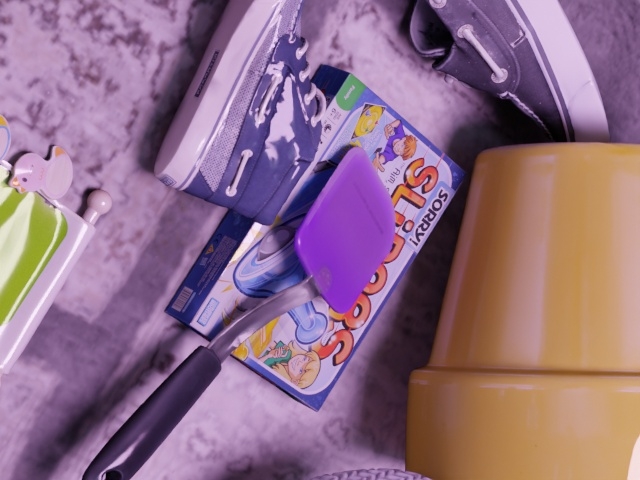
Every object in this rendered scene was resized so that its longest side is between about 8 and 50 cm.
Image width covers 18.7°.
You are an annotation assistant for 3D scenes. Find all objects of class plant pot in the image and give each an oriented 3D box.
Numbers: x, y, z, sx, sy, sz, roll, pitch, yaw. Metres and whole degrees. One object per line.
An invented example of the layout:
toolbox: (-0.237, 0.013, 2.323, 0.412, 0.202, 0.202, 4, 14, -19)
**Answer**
plant pot: (0.188, 0.056, 1.376, 0.254, 0.254, 0.239, 2, 87, -37)

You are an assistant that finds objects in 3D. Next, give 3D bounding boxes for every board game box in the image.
board game box: (0.000, 0.000, 1.337, 0.136, 0.035, 0.201, 37, 82, -38)

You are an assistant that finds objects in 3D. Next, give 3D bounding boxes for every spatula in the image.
spatula: (-0.050, 0.063, 1.277, 0.296, 0.030, 0.084, -45, 127, -17)

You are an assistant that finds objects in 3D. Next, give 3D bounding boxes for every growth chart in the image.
growth chart: (-0.244, -0.005, 1.167, 0.237, 0.021, 0.172, 26, 87, -39)

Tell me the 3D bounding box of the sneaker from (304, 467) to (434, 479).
sneaker: (-0.040, 0.317, 1.292, 0.366, 0.137, 0.210, -39, 138, -18)

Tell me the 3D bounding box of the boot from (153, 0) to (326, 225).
boot: (-0.029, -0.107, 1.252, 0.086, 0.069, 0.190, 25, 98, -19)

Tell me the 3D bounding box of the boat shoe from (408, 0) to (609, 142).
boat shoe: (0.112, -0.153, 1.338, 0.102, 0.108, 0.301, -27, 138, 9)
